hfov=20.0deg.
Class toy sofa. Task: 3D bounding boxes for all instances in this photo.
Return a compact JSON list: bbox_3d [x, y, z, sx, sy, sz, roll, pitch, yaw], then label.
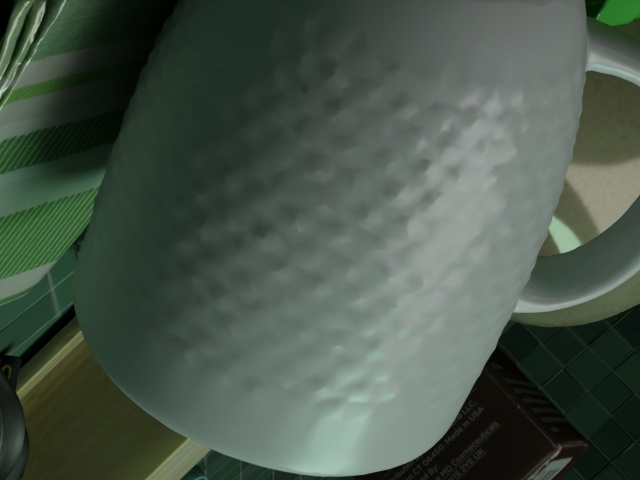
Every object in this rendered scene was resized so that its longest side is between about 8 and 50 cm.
[{"bbox_3d":[-0.209,0.175,1.575,0.362,0.150,0.177,-44,170,2],"label":"toy sofa"}]

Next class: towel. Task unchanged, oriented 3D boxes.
[{"bbox_3d":[-0.186,-0.059,1.187,0.325,0.038,0.248,-53,165,28],"label":"towel"}]

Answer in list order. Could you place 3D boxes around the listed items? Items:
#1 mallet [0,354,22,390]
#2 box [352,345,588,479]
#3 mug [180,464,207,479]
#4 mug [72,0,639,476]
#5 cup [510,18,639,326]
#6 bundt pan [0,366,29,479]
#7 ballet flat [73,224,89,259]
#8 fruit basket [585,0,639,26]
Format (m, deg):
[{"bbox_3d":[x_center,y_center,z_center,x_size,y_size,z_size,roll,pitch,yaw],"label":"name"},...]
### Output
[{"bbox_3d":[-0.277,0.188,1.480,0.062,0.189,0.039,-2,168,13],"label":"mallet"},{"bbox_3d":[0.025,0.067,1.419,0.143,0.381,0.191,-43,165,7],"label":"box"},{"bbox_3d":[-0.211,0.270,1.955,0.158,0.097,0.129,-32,163,-36],"label":"mug"},{"bbox_3d":[0.064,-0.055,1.140,0.374,0.276,0.328,10,126,-18],"label":"mug"},{"bbox_3d":[0.153,-0.118,1.473,0.331,0.331,0.237,-47,140,15],"label":"cup"},{"bbox_3d":[-0.346,0.199,1.320,0.331,0.124,0.331,-40,166,-12],"label":"bundt pan"},{"bbox_3d":[-0.173,0.009,1.433,0.041,0.041,0.114,-42,166,-4],"label":"ballet flat"},{"bbox_3d":[0.220,-0.326,1.220,0.392,0.283,0.392,-1,146,-1],"label":"fruit basket"}]
